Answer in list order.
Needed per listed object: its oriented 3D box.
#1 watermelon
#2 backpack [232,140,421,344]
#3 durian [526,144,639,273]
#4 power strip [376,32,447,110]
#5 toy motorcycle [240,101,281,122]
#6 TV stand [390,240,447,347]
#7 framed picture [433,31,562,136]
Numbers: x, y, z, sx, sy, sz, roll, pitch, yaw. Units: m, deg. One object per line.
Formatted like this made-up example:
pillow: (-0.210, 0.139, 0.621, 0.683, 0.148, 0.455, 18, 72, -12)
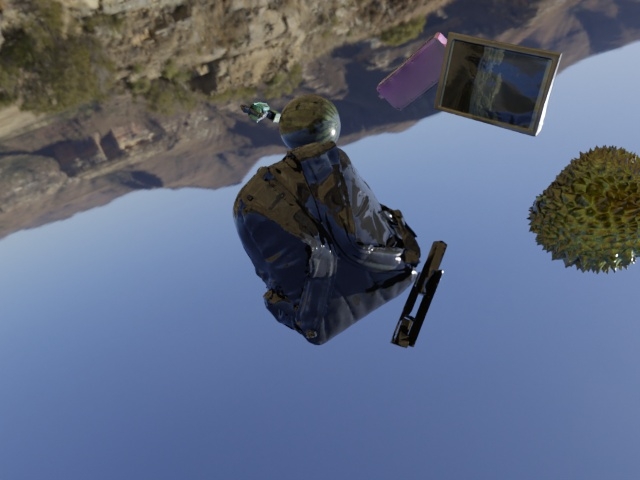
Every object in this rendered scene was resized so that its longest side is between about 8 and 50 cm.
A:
watermelon: (-0.038, -0.393, 1.897, 0.212, 0.212, 0.212, -20, -164, 6)
backpack: (0.000, 0.000, 1.195, 0.363, 0.446, 0.255, -36, -149, -2)
durian: (0.548, -0.059, 1.135, 0.224, 0.291, 0.291, 8, -162, 0)
power strip: (0.283, -0.483, 1.621, 0.279, 0.109, 0.038, -32, -157, 48)
toy motorcycle: (-0.234, -0.495, 2.154, 0.100, 0.058, 0.173, 36, -156, 19)
TV stand: (0.221, 0.118, 1.220, 0.249, 0.042, 0.036, -66, -168, -11)
framed picture: (0.397, -0.361, 1.283, 0.259, 0.189, 0.023, 22, -145, 24)
